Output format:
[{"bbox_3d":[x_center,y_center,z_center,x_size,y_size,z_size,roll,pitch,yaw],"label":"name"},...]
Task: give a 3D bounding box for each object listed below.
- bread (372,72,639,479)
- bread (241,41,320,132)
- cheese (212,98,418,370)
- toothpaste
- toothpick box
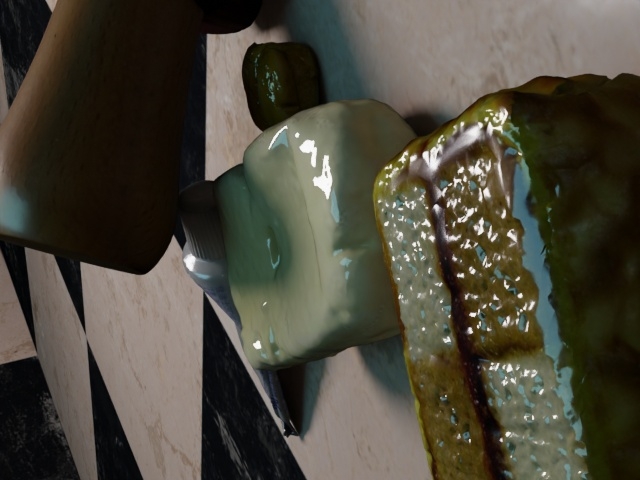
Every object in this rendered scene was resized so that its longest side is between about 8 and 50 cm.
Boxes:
[{"bbox_3d":[0.104,0.040,0.509,0.181,0.096,0.222,-15,87,66],"label":"bread"},{"bbox_3d":[-0.031,-0.115,0.818,0.081,0.046,0.083,97,150,-43],"label":"bread"},{"bbox_3d":[0.002,-0.001,0.741,0.263,0.093,0.159,-29,78,66],"label":"cheese"},{"bbox_3d":[-0.070,0.061,0.952,0.282,0.068,0.099,74,-163,-44],"label":"toothpaste"},{"bbox_3d":[-0.158,-0.131,0.821,0.192,0.192,0.294,-6,69,68],"label":"toothpick box"}]
